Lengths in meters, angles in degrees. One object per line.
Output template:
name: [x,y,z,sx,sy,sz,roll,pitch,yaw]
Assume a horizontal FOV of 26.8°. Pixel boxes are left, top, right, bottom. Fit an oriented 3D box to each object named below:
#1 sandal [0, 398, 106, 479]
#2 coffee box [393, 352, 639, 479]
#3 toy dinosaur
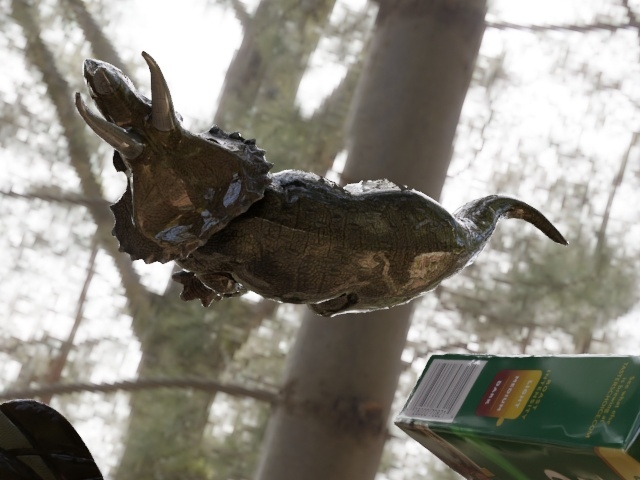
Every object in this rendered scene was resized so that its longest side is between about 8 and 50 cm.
sandal: [-0.130,0.185,0.709,0.219,0.090,0.060,53,-31,25]
coffee box: [0.111,0.088,0.502,0.113,0.040,0.184,38,-16,-15]
toy dinosaur: [0.000,0.000,0.744,0.314,0.121,0.160,18,0,-16]
